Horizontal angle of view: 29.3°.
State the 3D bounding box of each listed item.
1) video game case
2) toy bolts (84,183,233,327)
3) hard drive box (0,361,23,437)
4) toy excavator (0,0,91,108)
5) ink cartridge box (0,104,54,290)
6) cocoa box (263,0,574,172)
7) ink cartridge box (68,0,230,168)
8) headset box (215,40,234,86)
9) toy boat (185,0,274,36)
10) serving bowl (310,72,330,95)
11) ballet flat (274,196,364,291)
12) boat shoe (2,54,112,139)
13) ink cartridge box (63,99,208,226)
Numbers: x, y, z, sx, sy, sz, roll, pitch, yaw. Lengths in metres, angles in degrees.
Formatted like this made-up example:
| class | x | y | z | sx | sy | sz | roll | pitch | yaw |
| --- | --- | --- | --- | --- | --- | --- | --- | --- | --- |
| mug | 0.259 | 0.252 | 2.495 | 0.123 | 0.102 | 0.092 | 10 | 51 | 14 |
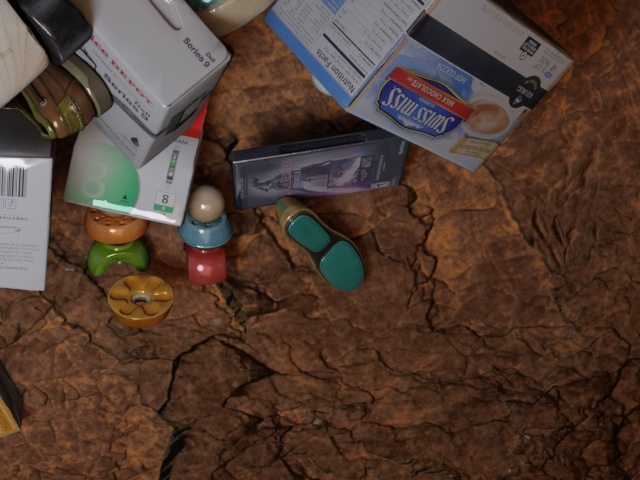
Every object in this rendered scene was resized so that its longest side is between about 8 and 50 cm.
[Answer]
| class | x | y | z | sx | sy | sz | roll | pitch | yaw |
| --- | --- | --- | --- | --- | --- | --- | --- | --- | --- |
| video game case | -0.001 | -0.111 | 1.906 | 0.274 | 0.026 | 0.196 | -10 | 161 | -6 |
| toy bolts | -0.242 | 0.002 | 1.891 | 0.228 | 0.218 | 0.158 | -8 | 132 | -15 |
| hard drive box | -0.637 | 0.265 | 2.022 | 0.232 | 0.089 | 0.181 | -21 | 119 | 2 |
| toy excavator | -0.561 | -0.357 | 1.527 | 0.222 | 0.445 | 0.433 | -47 | 128 | -16 |
| ink cartridge box | -0.450 | -0.064 | 1.754 | 0.130 | 0.309 | 0.272 | 4 | 118 | -12 |
| cocoa box | 0.141 | -0.282 | 1.721 | 0.228 | 0.231 | 0.347 | -50 | 144 | 16 |
| ink cartridge box | -0.257 | -0.245 | 1.665 | 0.121 | 0.289 | 0.211 | -43 | 91 | -20 |
| headset box | -0.181 | -0.280 | 1.846 | 0.083 | 0.032 | 0.062 | 25 | 111 | -23 |
| toy boat | -0.180 | -0.385 | 1.694 | 0.318 | 0.267 | 0.148 | -8 | 133 | 31 |
| serving bowl | 0.027 | -0.260 | 1.899 | 0.083 | 0.027 | 0.083 | -4 | 119 | -7 |
| ballet flat | 0.000 | 0.000 | 2.006 | 0.080 | 0.073 | 0.232 | -41 | 135 | 0 |
| boat shoe | -0.419 | -0.240 | 1.671 | 0.104 | 0.307 | 0.111 | -41 | 142 | -20 |
| ink cartridge box | -0.270 | -0.148 | 1.823 | 0.181 | 0.056 | 0.225 | 12 | 95 | -2 |
